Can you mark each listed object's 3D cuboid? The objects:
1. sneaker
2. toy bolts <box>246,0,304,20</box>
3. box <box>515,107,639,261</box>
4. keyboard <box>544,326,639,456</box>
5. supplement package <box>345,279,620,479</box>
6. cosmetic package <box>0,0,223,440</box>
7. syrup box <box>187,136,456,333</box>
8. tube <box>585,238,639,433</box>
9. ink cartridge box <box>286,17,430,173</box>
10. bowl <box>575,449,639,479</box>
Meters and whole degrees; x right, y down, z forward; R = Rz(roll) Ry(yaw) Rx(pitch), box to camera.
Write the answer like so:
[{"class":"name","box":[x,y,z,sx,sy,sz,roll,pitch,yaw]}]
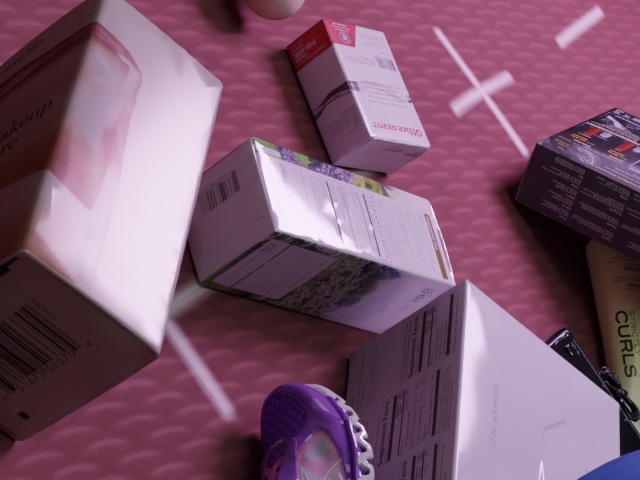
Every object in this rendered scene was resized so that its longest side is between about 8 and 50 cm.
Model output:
[{"class":"sneaker","box":[-0.020,0.207,1.472,0.104,0.095,0.236,18,49,-35]},{"class":"toy bolts","box":[-0.075,-0.317,1.785,0.228,0.218,0.158,11,57,-26]},{"class":"box","box":[0.397,-0.033,2.107,0.307,0.076,0.242,27,24,20]},{"class":"keyboard","box":[0.278,0.173,1.958,0.108,0.023,0.180,-35,91,-46]},{"class":"supplement package","box":[0.131,0.207,1.616,0.204,0.145,0.262,39,36,-25]},{"class":"cosmetic package","box":[-0.182,-0.024,1.399,0.129,0.153,0.296,41,34,-25]},{"class":"syrup box","box":[0.000,0.000,1.676,0.237,0.093,0.096,16,49,-46]},{"class":"tube","box":[0.331,0.103,2.063,0.062,0.070,0.240,51,27,-52]},{"class":"ink cartridge box","box":[0.036,-0.137,1.883,0.099,0.056,0.135,7,56,-51]},{"class":"bowl","box":[0.282,0.353,1.505,0.391,0.391,0.077,41,-6,-24]}]
